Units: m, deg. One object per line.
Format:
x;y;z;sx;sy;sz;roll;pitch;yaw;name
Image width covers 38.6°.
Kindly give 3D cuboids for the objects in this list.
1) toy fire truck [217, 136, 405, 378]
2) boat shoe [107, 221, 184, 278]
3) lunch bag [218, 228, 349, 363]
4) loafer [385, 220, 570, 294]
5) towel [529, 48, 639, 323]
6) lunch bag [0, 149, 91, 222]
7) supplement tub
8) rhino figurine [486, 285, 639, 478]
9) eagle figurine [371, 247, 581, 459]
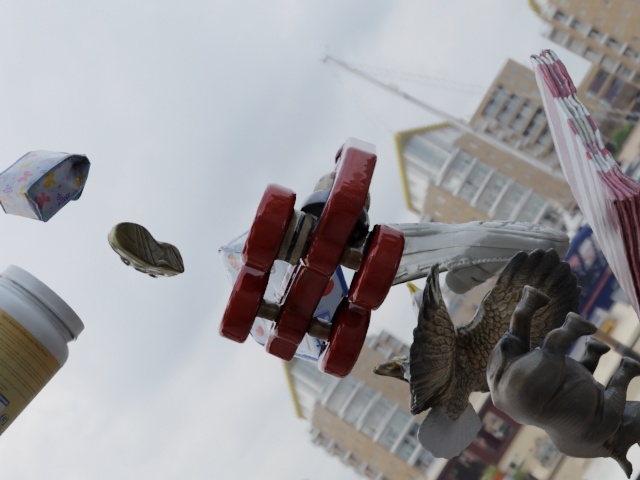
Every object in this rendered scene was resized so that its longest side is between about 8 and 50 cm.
0.000;0.000;1.120;0.254;0.169;0.302;-75;5;-50;toy fire truck
-0.227;0.018;1.151;0.048;0.056;0.153;-21;-18;15;boat shoe
-0.055;0.097;1.612;0.115;0.243;0.303;-30;17;-25;lunch bag
0.227;0.026;1.385;0.112;0.319;0.111;-1;-90;-46;loafer
0.345;-0.070;1.138;0.329;0.037;0.237;-99;-14;-49;towel
-0.283;-0.061;0.941;0.083;0.071;0.053;-51;-45;-34;lunch bag
-0.396;0.142;1.095;0.200;0.144;0.144;-51;-15;-23;supplement tub
0.240;0.144;0.829;0.106;0.243;0.073;-56;31;-2;rhino figurine
0.182;0.140;1.215;0.226;0.225;0.298;-60;6;-28;eagle figurine
